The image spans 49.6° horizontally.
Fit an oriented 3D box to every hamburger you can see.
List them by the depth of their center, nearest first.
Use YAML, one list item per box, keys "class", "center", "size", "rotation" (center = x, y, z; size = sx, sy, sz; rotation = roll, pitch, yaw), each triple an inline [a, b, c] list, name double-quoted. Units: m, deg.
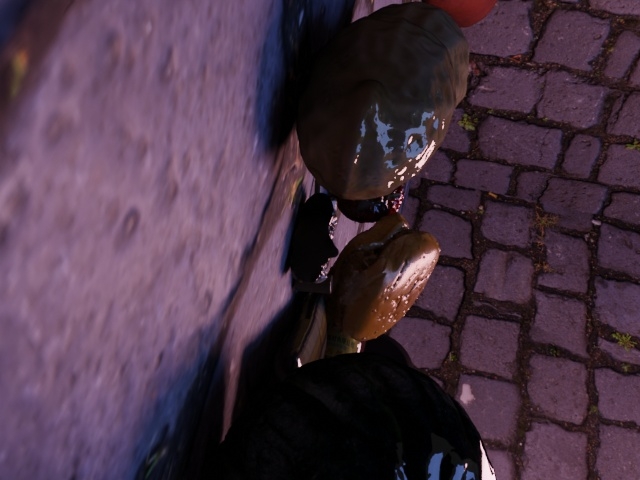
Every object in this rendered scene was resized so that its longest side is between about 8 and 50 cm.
- class: "hamburger"
  center: [0.064, 0.043, 0.773]
  size: [0.147, 0.083, 0.138]
  rotation: [-28, 152, -43]

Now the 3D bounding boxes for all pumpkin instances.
- class: "pumpkin"
  center: [0.021, 0.192, 0.492]
  size: [0.162, 0.220, 0.221]
  rotation: [31, -67, 60]

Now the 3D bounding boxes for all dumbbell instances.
- class: "dumbbell"
  center: [0.087, 0.267, 1.276]
  size: [0.218, 0.152, 0.153]
  rotation: [85, 20, -66]

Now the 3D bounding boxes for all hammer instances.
- class: "hammer"
  center: [-0.005, -0.004, 0.665]
  size: [0.019, 0.035, 0.110]
  rotation: [-47, 140, -76]

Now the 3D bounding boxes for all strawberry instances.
- class: "strawberry"
  center: [0.051, -0.058, 0.797]
  size: [0.096, 0.083, 0.083]
  rotation: [-149, -112, -63]

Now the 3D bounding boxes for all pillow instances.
- class: "pillow"
  center: [-0.030, 0.168, 0.657]
  size: [0.208, 0.052, 0.212]
  rotation: [-55, 157, -78]

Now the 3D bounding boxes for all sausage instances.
- class: "sausage"
  center: [0.254, -0.477, 1.283]
  size: [0.279, 0.152, 0.152]
  rotation: [-27, 130, -75]

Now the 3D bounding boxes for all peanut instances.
- class: "peanut"
  center: [0.054, -0.118, 0.568]
  size: [0.298, 0.120, 0.136]
  rotation: [-56, 152, -63]

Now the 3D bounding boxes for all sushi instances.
- class: "sushi"
  center: [0.000, 0.000, 0.629]
  size: [0.046, 0.044, 0.083]
  rotation: [42, 63, -80]

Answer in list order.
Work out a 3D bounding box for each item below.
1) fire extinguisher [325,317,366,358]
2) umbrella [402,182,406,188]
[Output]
- class: "fire extinguisher"
  center: [0.024, 0.105, 0.874]
  size: [0.106, 0.075, 0.252]
  rotation: [100, 6, -55]
- class: "umbrella"
  center: [0.117, -0.142, 1.123]
  size: [0.067, 0.073, 0.337]
  rotation: [-60, -179, 24]
